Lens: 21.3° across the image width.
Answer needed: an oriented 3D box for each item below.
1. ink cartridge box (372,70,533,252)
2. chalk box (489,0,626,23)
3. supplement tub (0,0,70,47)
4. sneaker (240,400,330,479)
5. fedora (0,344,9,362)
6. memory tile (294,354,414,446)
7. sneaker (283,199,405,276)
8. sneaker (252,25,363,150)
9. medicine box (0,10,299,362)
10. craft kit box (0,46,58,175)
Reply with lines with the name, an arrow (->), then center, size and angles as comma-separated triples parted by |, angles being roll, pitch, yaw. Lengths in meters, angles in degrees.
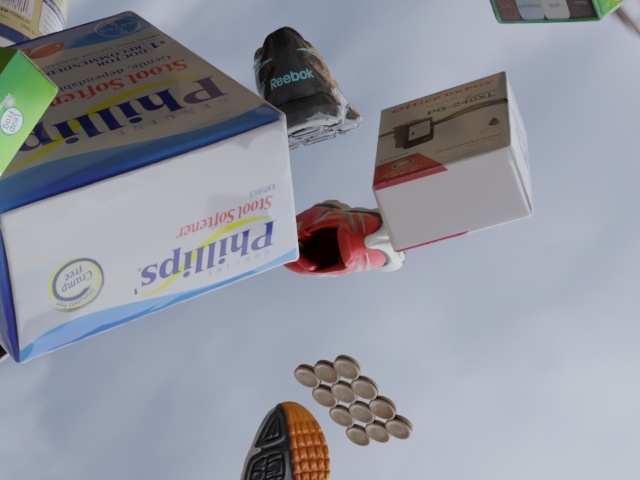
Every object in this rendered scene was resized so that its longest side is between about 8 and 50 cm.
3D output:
ink cartridge box -> 0.101, -0.062, 1.300 | 0.109, 0.063, 0.150 | -17, -155, 12
chalk box -> 0.212, -0.273, 1.480 | 0.213, 0.132, 0.132 | -37, -154, -31
supplement tub -> -0.397, -0.304, 1.941 | 0.228, 0.228, 0.316 | -22, -126, 48
sneaker -> -0.054, 0.294, 1.867 | 0.121, 0.099, 0.262 | -136, -130, -68
fedora -> -0.464, 0.036, 2.139 | 0.244, 0.124, 0.275 | 8, -116, 18
memory tile -> 0.043, 0.204, 2.164 | 0.113, 0.148, 0.012 | -19, -152, 46
sneaker -> 0.000, 0.000, 2.277 | 0.118, 0.107, 0.279 | -9, 180, -29
sneaker -> -0.016, -0.153, 1.735 | 0.101, 0.106, 0.267 | -17, 178, 0
medicine box -> -0.204, -0.057, 1.451 | 0.263, 0.149, 0.289 | -21, -146, -26
craft kit box -> -0.345, -0.043, 1.242 | 0.247, 0.061, 0.250 | 15, -113, 39
